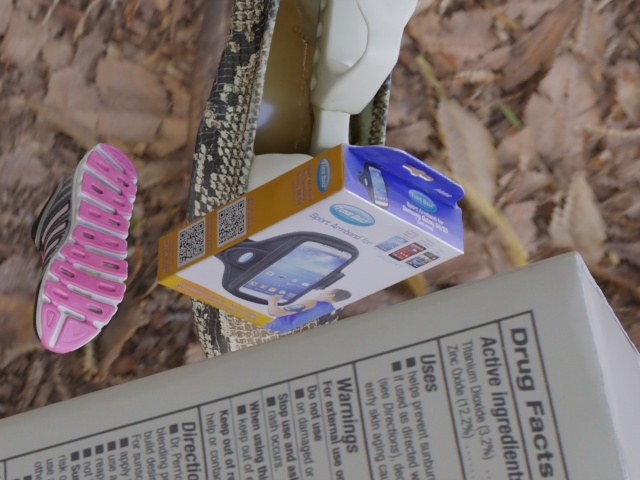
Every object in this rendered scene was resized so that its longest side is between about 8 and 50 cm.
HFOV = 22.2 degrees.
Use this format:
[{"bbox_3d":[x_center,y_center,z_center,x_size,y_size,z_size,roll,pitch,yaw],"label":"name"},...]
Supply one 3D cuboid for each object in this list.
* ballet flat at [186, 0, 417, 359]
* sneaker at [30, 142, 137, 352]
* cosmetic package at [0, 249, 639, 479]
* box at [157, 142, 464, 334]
[{"bbox_3d":[-0.001,-0.119,1.287,0.164,0.182,0.482,11,84,-33],"label":"ballet flat"},{"bbox_3d":[-0.186,0.012,1.240,0.063,0.075,0.170,24,59,-27],"label":"sneaker"},{"bbox_3d":[-0.037,0.132,0.529,0.309,0.113,0.160,-16,63,15],"label":"cosmetic package"},{"bbox_3d":[0.000,0.000,0.745,0.081,0.136,0.028,26,53,-39],"label":"box"}]
